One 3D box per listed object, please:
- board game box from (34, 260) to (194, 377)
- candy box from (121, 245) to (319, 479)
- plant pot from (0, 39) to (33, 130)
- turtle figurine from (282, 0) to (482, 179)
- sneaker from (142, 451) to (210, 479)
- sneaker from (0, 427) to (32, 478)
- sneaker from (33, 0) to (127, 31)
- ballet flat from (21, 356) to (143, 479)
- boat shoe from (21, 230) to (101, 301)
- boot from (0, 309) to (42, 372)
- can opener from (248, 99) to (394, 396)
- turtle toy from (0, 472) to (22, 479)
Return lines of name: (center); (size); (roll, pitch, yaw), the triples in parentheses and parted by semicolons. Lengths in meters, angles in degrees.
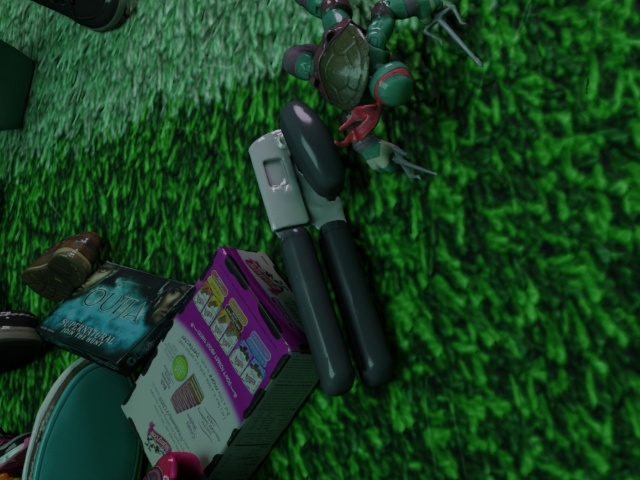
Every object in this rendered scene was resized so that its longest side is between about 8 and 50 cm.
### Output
board game box: (-0.236, 0.086, 1.202); (0.186, 0.026, 0.126); (11, 49, 46)
candy box: (-0.101, 0.146, 1.073); (0.233, 0.071, 0.159); (-56, 49, 22)
plant pot: (-0.549, -0.239, 1.486); (0.166, 0.234, 0.165); (17, 94, 45)
turtle figurine: (0.045, -0.164, 0.957); (0.234, 0.118, 0.175); (45, 114, 47)
sneaker: (-0.060, 0.296, 0.934); (0.299, 0.121, 0.112); (21, 94, 27)
sneaker: (-0.431, 0.280, 1.392); (0.170, 0.063, 0.075); (-36, 65, 42)
sneaker: (-0.353, -0.338, 1.387); (0.222, 0.118, 0.083); (21, 98, 46)
ballet flat: (-0.287, 0.333, 1.203); (0.139, 0.139, 0.400); (-9, 77, 45)
boat shoe: (-0.332, 0.033, 1.346); (0.178, 0.064, 0.060); (-25, 28, 52)
boot: (-0.518, 0.051, 1.480); (0.377, 0.138, 0.284); (-17, 71, 49)
can opener: (0.000, 0.000, 0.974); (0.095, 0.076, 0.283); (102, 153, -61)
turtle toy: (-0.379, 0.341, 1.319); (0.130, 0.095, 0.066); (22, 77, 45)
